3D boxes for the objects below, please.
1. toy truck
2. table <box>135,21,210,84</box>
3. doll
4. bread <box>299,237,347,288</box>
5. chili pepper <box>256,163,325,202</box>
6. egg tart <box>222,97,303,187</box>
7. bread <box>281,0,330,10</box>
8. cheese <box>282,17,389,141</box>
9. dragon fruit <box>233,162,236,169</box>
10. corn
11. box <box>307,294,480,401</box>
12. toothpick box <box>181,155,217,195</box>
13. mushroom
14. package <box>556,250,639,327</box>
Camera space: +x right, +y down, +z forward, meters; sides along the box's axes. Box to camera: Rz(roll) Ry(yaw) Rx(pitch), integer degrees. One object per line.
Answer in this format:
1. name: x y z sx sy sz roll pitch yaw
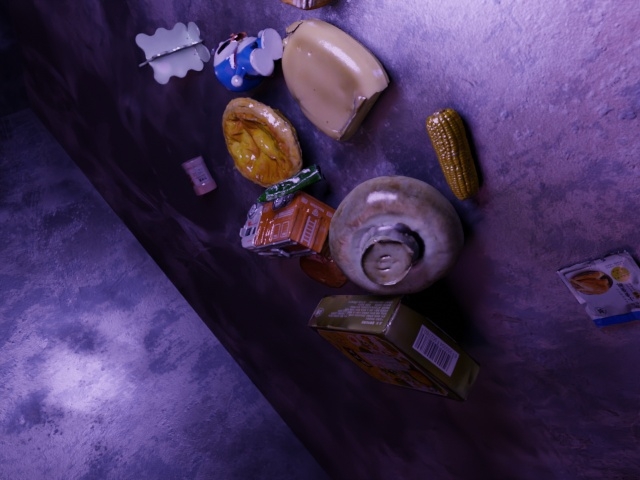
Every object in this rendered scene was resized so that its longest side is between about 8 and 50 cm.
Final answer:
1. toy truck: -0.133 -0.036 1.545 0.174 0.206 0.388 27 158 -29
2. table: -0.505 -0.631 1.486 0.167 0.198 0.166 30 141 28
3. doll: -0.213 -0.516 1.259 0.161 0.215 0.257 46 158 -28
4. bread: 0.024 0.087 1.578 0.199 0.104 0.199 20 142 16
5. chili pepper: -0.099 -0.168 1.375 0.227 0.088 0.059 -24 95 10
6. egg tart: -0.177 -0.324 1.443 0.342 0.132 0.341 27 139 26
7. bread: -0.075 -0.635 1.042 0.241 0.136 0.106 37 145 22
8. cheese: 0.014 -0.430 1.146 0.316 0.128 0.259 44 135 6
9. dragon fruit: -0.265 -0.274 1.629 0.102 0.096 0.147 32 143 21
10. corn: 0.318 -0.201 1.038 0.080 0.080 0.230 -4 119 51
11. box: 0.215 0.325 1.387 0.373 0.138 0.420 41 154 -22
12. toothpick box: -0.530 -0.284 1.924 0.099 0.098 0.148 1 121 49
13. mushroom: 0.194 -0.007 1.164 0.353 0.260 0.351 6 117 12
14. package: 0.651 0.113 0.983 0.173 0.027 0.171 54 146 2
